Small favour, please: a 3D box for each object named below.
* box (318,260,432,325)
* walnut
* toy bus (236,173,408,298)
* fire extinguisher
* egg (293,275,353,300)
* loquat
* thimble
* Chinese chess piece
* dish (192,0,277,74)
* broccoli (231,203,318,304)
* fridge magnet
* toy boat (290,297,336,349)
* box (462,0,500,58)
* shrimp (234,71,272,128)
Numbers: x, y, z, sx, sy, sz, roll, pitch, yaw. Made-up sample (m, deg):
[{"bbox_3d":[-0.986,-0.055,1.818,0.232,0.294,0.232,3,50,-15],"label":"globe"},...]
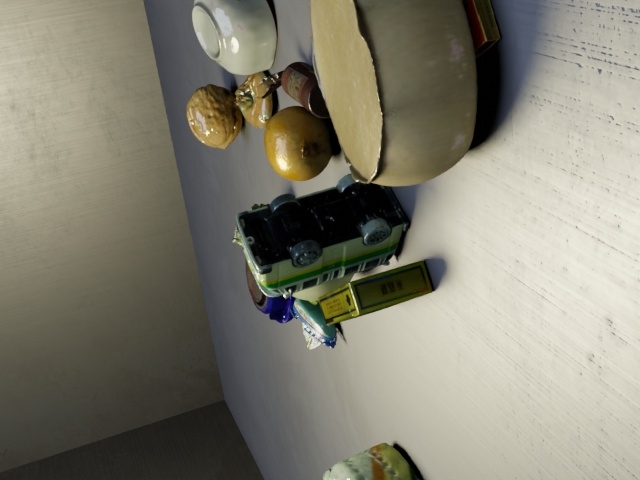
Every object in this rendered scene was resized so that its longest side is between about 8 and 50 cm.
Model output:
[{"bbox_3d":[0.092,0.096,1.432,0.220,0.140,0.064,139,115,-71],"label":"box"},{"bbox_3d":[-0.297,-0.347,2.286,0.155,0.155,0.184,151,101,-73],"label":"walnut"},{"bbox_3d":[0.000,0.000,1.419,0.165,0.276,0.134,93,157,-55],"label":"toy bus"},{"bbox_3d":[-0.048,-0.305,1.586,0.252,0.106,0.075,-133,30,-56],"label":"fire extinguisher"},{"bbox_3d":[-0.016,0.027,1.629,0.253,0.186,0.187,77,175,-79],"label":"egg"},{"bbox_3d":[-0.045,-0.195,1.623,0.163,0.137,0.163,56,168,19],"label":"loquat"},{"bbox_3d":[0.123,0.579,1.715,0.288,0.167,0.254,-124,26,-45],"label":"thimble"},{"bbox_3d":[0.089,-0.241,1.102,0.338,0.140,0.338,167,90,-80],"label":"Chinese chess piece"},{"bbox_3d":[-0.212,-0.494,1.850,0.256,0.117,0.256,48,155,31],"label":"dish"},{"bbox_3d":[-0.087,0.038,1.980,0.304,0.145,0.165,47,145,26],"label":"broccoli"},{"bbox_3d":[-0.129,0.095,2.186,0.265,0.112,0.266,172,90,-67],"label":"fridge magnet"},{"bbox_3d":[-0.011,0.217,1.964,0.175,0.091,0.110,48,130,46],"label":"toy boat"},{"bbox_3d":[0.179,-0.296,1.011,0.090,0.023,0.133,153,101,-75],"label":"box"},{"bbox_3d":[-0.171,-0.359,2.024,0.267,0.061,0.145,-144,50,-69],"label":"shrimp"}]
